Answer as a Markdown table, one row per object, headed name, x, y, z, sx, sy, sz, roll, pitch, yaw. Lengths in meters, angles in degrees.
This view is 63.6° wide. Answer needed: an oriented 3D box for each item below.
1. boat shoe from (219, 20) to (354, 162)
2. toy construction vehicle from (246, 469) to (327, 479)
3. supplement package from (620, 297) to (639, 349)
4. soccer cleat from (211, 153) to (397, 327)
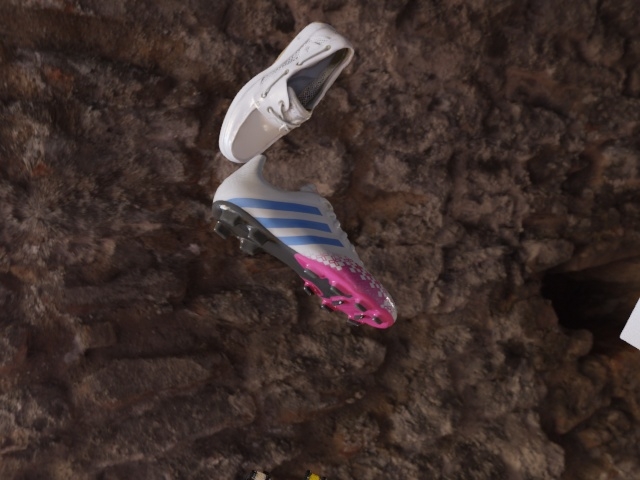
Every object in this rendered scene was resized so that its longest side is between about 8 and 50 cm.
| name | x | y | z | sx | sy | sz | roll | pitch | yaw |
| --- | --- | --- | --- | --- | --- | --- | --- | --- | --- |
| boat shoe | -0.056 | -0.228 | 0.838 | 0.277 | 0.096 | 0.098 | -49 | -40 | 9 |
| toy construction vehicle | -0.046 | 0.295 | 0.561 | 0.035 | 0.086 | 0.098 | 76 | -148 | -53 |
| supplement package | 0.448 | 0.058 | 0.589 | 0.105 | 0.105 | 0.179 | -20 | -49 | -32 |
| soccer cleat | 0.000 | 0.000 | 0.769 | 0.331 | 0.116 | 0.143 | 36 | -114 | -12 |
